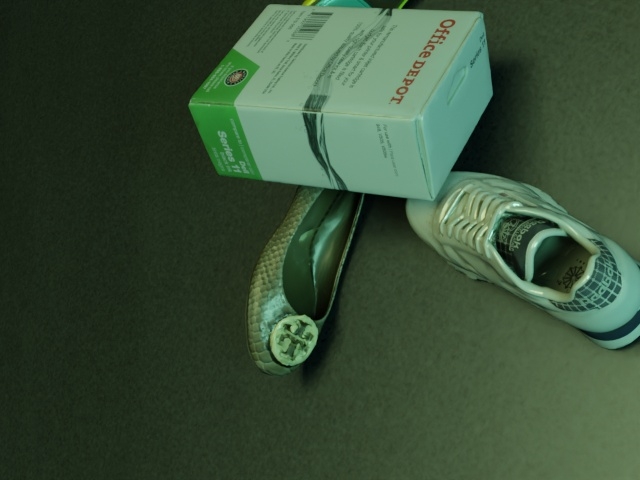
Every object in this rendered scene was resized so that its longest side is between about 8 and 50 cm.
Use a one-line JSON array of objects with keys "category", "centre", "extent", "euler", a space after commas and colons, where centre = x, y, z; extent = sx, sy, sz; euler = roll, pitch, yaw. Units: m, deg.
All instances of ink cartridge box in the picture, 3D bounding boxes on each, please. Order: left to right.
[{"category": "ink cartridge box", "centre": [0.022, -0.120, 0.852], "extent": [0.208, 0.087, 0.153], "euler": [9, 47, 29]}]

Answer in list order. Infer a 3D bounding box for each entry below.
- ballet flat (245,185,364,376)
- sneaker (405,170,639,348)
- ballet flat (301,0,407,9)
[{"category": "ballet flat", "centre": [0.000, 0.000, 0.898], "extent": [0.058, 0.084, 0.250], "euler": [5, 69, 44]}, {"category": "sneaker", "centre": [0.140, -0.006, 0.763], "extent": [0.235, 0.094, 0.090], "euler": [29, 93, 46]}, {"category": "ballet flat", "centre": [0.043, -0.240, 0.977], "extent": [0.231, 0.077, 0.077], "euler": [-43, 28, 15]}]
